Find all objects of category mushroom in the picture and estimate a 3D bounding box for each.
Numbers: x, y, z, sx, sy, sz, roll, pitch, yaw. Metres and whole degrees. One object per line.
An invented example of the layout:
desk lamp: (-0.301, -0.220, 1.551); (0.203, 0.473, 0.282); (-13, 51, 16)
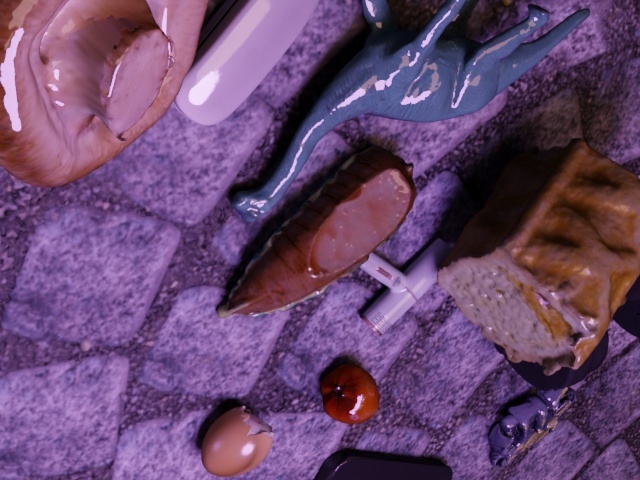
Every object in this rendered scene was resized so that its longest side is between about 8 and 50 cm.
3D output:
mushroom: (-0.194, -0.174, 0.813); (0.278, 0.146, 0.278); (-48, 159, -24)

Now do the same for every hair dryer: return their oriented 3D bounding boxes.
hair dryer: (0.086, 0.022, 1.245); (0.155, 0.044, 0.183); (-45, 131, -6)

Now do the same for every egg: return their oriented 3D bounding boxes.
egg: (-0.108, 0.261, 1.226); (0.096, 0.080, 0.080); (-52, 134, 0)

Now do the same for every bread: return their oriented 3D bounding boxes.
bread: (0.294, 0.013, 1.231); (0.252, 0.238, 0.196); (-43, 164, -24)

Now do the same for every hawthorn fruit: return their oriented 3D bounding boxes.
hawthorn fruit: (0.047, 0.211, 1.313); (0.093, 0.081, 0.081); (22, 104, -52)

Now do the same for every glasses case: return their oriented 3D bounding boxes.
glasses case: (-0.076, -0.203, 0.970); (0.197, 0.049, 0.076); (-51, 136, 3)

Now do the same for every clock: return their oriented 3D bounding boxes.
clock: (0.064, 0.456, 1.501); (0.273, 0.049, 0.279); (15, 107, -41)

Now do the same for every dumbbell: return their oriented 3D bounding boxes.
dumbbell: (0.416, 0.094, 1.432); (0.388, 0.185, 0.185); (-20, 128, -25)

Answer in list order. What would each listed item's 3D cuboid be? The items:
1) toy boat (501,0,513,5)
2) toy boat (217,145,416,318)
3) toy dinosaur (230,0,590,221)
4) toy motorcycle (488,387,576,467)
toy boat: (0.220, -0.337, 1.125); (0.063, 0.016, 0.115); (-42, 134, -6)
toy boat: (0.001, 0.003, 1.132); (0.293, 0.099, 0.108); (-41, 107, -8)
toy dinosaur: (0.109, -0.150, 1.116); (0.383, 0.129, 0.331); (5, 121, -32)
toy motorcycle: (0.343, 0.303, 1.599); (0.193, 0.061, 0.124); (-45, 142, 8)
